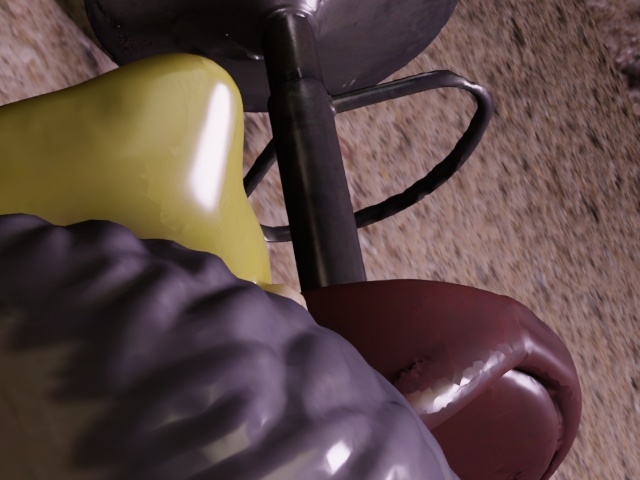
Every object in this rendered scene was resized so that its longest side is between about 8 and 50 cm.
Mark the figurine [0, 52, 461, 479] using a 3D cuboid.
[{"bbox_3d":[-0.035,0.189,0.502,0.378,0.266,0.361,57,-3,36],"label":"figurine"}]

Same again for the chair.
[{"bbox_3d":[0.000,0.000,1.004,0.226,0.226,0.401,42,29,-44],"label":"chair"}]
